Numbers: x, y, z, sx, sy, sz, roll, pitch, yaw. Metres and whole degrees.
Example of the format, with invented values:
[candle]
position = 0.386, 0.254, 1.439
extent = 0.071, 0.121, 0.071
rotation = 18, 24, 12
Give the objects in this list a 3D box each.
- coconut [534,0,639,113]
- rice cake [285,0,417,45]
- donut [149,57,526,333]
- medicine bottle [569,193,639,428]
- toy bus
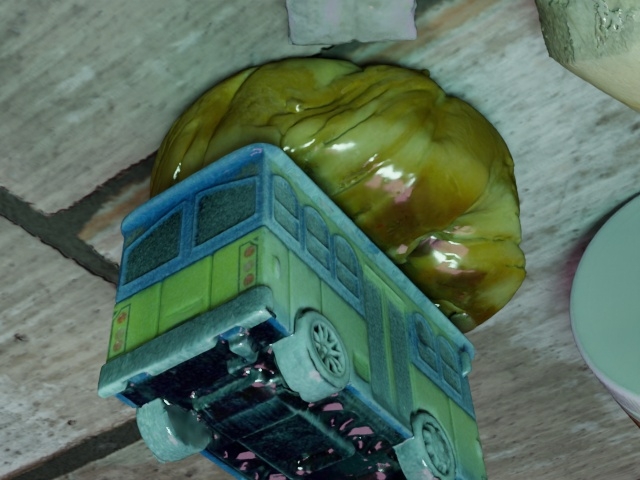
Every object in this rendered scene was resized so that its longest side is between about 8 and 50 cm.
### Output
[coconut]
position = 0.267, -0.179, 0.704
extent = 0.234, 0.224, 0.224
rotation = 20, 137, -13
[rice cake]
position = 0.016, -0.252, 0.731
extent = 0.106, 0.050, 0.298
rotation = -3, 141, 3
[donut]
position = 0.000, 0.000, 0.953
extent = 0.360, 0.170, 0.360
rotation = 0, 139, 0
[medicine bottle]
position = 0.398, 0.096, 1.007
extent = 0.252, 0.252, 0.241
rotation = -22, 137, 25
[toy bus]
position = -0.006, 0.098, 0.799
extent = 0.152, 0.190, 0.312
rotation = -28, 130, 23
